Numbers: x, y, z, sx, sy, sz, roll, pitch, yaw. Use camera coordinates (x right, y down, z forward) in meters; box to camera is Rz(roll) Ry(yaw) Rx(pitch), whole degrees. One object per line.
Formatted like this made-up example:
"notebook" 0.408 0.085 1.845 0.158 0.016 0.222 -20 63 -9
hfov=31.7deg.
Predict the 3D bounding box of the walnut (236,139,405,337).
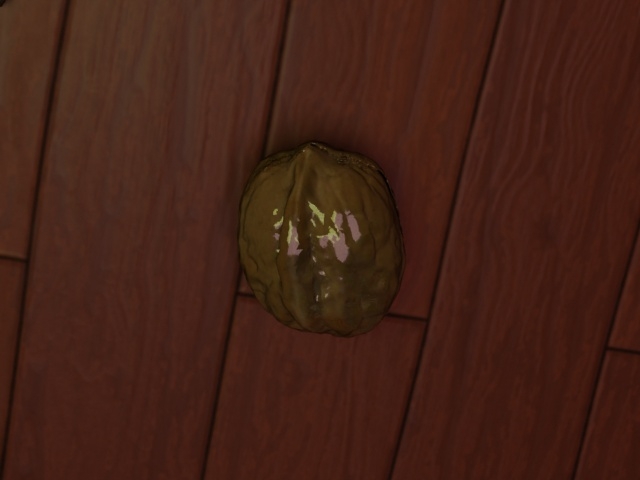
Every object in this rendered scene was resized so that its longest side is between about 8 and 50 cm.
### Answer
"walnut" 0.000 0.000 1.299 0.198 0.198 0.245 -10 116 -6

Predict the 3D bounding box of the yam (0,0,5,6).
"yam" -0.314 -0.365 1.214 0.061 0.061 0.252 27 100 -15
